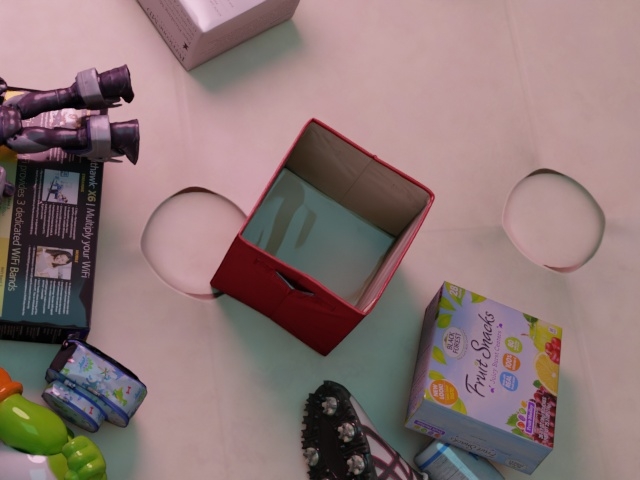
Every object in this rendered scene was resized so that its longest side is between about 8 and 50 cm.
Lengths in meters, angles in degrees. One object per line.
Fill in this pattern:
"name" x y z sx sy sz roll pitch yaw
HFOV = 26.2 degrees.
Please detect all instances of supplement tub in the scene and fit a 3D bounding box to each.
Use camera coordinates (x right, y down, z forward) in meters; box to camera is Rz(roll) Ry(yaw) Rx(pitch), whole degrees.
"supplement tub" 0.175 0.288 1.711 0.107 0.071 0.071 46 66 3

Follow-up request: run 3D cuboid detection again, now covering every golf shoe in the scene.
"golf shoe" 0.068 0.296 1.679 0.120 0.105 0.273 -6 64 -47

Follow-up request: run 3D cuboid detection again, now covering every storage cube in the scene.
"storage cube" 0.000 0.000 1.701 0.184 0.193 0.215 32 65 -2

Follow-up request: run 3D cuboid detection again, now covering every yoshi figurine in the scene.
"yoshi figurine" -0.288 0.311 1.509 0.362 0.203 0.203 37 70 0

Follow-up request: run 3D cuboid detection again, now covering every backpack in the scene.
"backpack" -0.268 0.177 1.612 0.114 0.105 0.084 31 71 -5

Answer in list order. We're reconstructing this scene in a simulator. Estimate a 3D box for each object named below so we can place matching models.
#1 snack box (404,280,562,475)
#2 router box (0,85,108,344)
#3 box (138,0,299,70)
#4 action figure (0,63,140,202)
"snack box" 0.208 0.170 1.727 0.174 0.070 0.207 23 42 -6
"router box" -0.391 -0.037 1.668 0.243 0.081 0.308 7 69 -13
"box" -0.143 -0.356 1.832 0.182 0.119 0.181 -32 82 -22
"action figure" -0.359 -0.134 1.619 0.285 0.099 0.185 -5 79 -13
